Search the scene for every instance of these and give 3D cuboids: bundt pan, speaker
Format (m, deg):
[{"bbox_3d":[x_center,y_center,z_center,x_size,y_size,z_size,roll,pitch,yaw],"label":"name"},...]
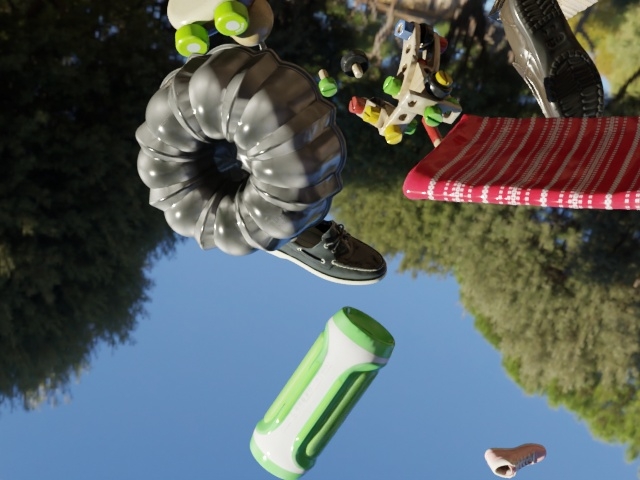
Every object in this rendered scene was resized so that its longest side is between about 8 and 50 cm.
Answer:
[{"bbox_3d":[-0.134,-0.119,1.154,0.331,0.331,0.124,18,-153,10],"label":"bundt pan"},{"bbox_3d":[0.002,0.261,1.319,0.131,0.296,0.131,32,-168,-8],"label":"speaker"}]

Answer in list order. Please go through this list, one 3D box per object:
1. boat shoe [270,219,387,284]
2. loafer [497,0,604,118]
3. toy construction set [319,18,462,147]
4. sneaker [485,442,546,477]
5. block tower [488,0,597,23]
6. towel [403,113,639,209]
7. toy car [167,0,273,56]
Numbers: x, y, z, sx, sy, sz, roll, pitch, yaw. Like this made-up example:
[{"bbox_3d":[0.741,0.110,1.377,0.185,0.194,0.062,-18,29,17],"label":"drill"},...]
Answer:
[{"bbox_3d":[0.001,-0.003,1.808,0.340,0.113,0.127,23,-134,10],"label":"boat shoe"},{"bbox_3d":[0.303,-0.234,1.020,0.080,0.220,0.078,-25,-174,-11],"label":"loafer"},{"bbox_3d":[0.199,-0.267,1.596,0.309,0.257,0.237,35,-153,-44],"label":"toy construction set"},{"bbox_3d":[0.431,0.483,1.680,0.134,0.051,0.070,-5,-159,0],"label":"sneaker"},{"bbox_3d":[0.355,-0.393,1.168,0.091,0.097,0.335,24,-178,-6],"label":"block tower"},{"bbox_3d":[0.245,-0.090,0.817,0.275,0.031,0.199,5,-148,33],"label":"towel"},{"bbox_3d":[-0.138,-0.357,1.254,0.188,0.149,0.155,29,-134,-54],"label":"toy car"}]
